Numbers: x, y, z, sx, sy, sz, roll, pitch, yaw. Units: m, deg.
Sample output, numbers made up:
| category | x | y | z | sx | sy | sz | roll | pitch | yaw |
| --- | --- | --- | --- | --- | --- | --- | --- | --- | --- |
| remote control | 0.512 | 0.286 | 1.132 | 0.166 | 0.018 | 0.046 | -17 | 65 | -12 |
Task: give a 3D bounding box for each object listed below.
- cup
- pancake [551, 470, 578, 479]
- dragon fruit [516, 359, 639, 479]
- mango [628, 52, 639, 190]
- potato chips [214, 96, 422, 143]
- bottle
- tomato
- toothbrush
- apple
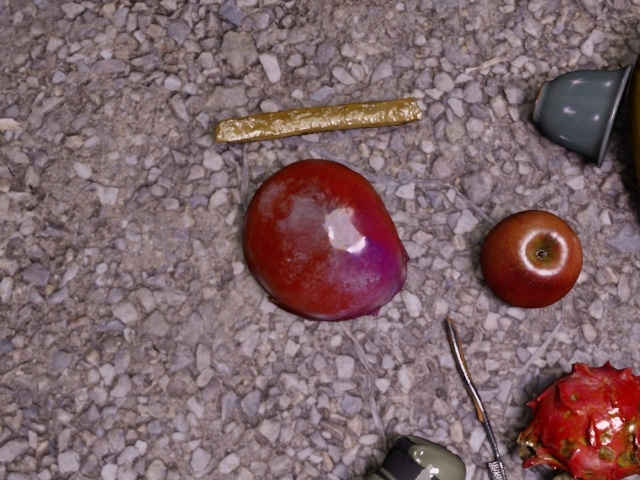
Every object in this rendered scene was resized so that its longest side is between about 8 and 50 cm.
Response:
| category | x | y | z | sx | sy | sz | roll | pitch | yaw |
| --- | --- | --- | --- | --- | --- | --- | --- | --- | --- |
| cup | 0.495 | -0.254 | 1.281 | 0.150 | 0.199 | 0.199 | 19 | 78 | 22 |
| pancake | 0.472 | 0.501 | 1.147 | 0.235 | 0.029 | 0.211 | 27 | 62 | -14 |
| dragon fruit | 0.461 | 0.315 | 1.140 | 0.268 | 0.205 | 0.210 | -21 | 82 | 5 |
| mango | 0.677 | -0.181 | 1.211 | 0.221 | 0.301 | 0.444 | 1 | 103 | 17 |
| potato chips | -0.006 | -0.239 | 1.320 | 0.407 | 0.080 | 0.057 | -7 | 95 | -3 |
| bottle | 0.109 | 0.485 | 1.125 | 0.168 | 0.168 | 0.347 | 40 | 76 | 8 |
| tomato | 0.002 | 0.003 | 1.220 | 0.290 | 0.176 | 0.334 | -30 | 81 | -3 |
| toothbrush | 0.288 | 0.298 | 1.231 | 0.031 | 0.023 | 0.320 | -14 | 79 | -5 |
| apple | 0.385 | 0.036 | 1.214 | 0.181 | 0.168 | 0.180 | 0 | 83 | -3 |
